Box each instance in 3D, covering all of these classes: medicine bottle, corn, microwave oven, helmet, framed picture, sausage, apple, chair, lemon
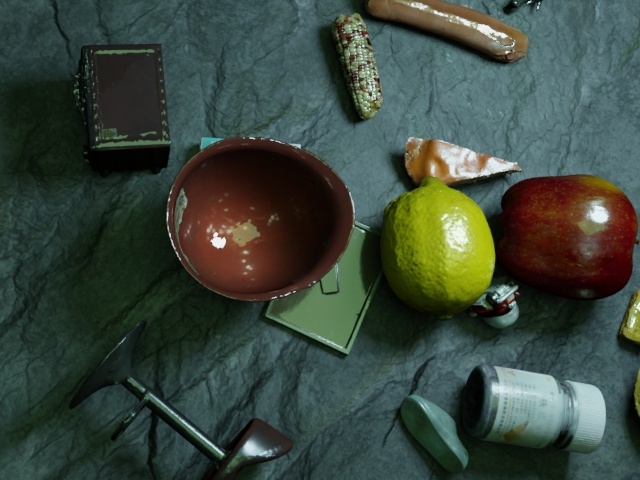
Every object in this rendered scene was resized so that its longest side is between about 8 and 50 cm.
[{"bbox_3d":[0.460,0.367,1.838,0.273,0.165,0.165,11,77,-6],"label":"medicine bottle"},{"bbox_3d":[0.090,-0.407,1.979,0.086,0.086,0.253,-13,81,-12],"label":"corn"},{"bbox_3d":[-0.424,-0.280,1.817,0.188,0.178,0.247,-6,79,-11],"label":"microwave oven"},{"bbox_3d":[-0.146,-0.027,1.786,0.385,0.230,0.337,-13,82,-20],"label":"helmet"},{"bbox_3d":[0.023,0.083,1.899,0.211,0.020,0.289,25,76,-4],"label":"framed picture"},{"bbox_3d":[0.307,-0.526,2.038,0.419,0.094,0.094,18,33,-6],"label":"sausage"},{"bbox_3d":[0.549,-0.007,1.873,0.317,0.288,0.288,8,77,8],"label":"apple"},{"bbox_3d":[-0.272,0.367,1.688,0.401,0.226,0.226,38,75,-1],"label":"chair"},{"bbox_3d":[0.251,0.016,1.838,0.245,0.245,0.320,-4,77,-10],"label":"lemon"}]

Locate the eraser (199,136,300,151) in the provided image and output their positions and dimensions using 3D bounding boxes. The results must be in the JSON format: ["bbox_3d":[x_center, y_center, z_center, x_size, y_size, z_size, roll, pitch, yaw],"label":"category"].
[{"bbox_3d":[-0.160,-0.175,1.905,0.225,0.052,0.095,3,76,-9],"label":"eraser"}]

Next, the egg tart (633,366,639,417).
[{"bbox_3d":[0.843,0.359,1.933,0.290,0.115,0.290,1,80,-7],"label":"egg tart"}]

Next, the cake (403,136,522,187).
[{"bbox_3d":[0.330,-0.162,1.966,0.287,0.098,0.135,6,76,-3],"label":"cake"}]

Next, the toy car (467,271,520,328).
[{"bbox_3d":[0.398,0.145,1.898,0.112,0.139,0.112,-35,104,-19],"label":"toy car"}]

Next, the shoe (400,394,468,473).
[{"bbox_3d":[0.258,0.415,1.853,0.195,0.079,0.078,52,40,11],"label":"shoe"}]

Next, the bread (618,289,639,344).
[{"bbox_3d":[0.751,0.181,1.984,0.074,0.053,0.132,30,73,-3],"label":"bread"}]

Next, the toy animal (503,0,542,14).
[{"bbox_3d":[0.473,-0.679,2.098,0.146,0.114,0.245,-38,108,-8],"label":"toy animal"}]
